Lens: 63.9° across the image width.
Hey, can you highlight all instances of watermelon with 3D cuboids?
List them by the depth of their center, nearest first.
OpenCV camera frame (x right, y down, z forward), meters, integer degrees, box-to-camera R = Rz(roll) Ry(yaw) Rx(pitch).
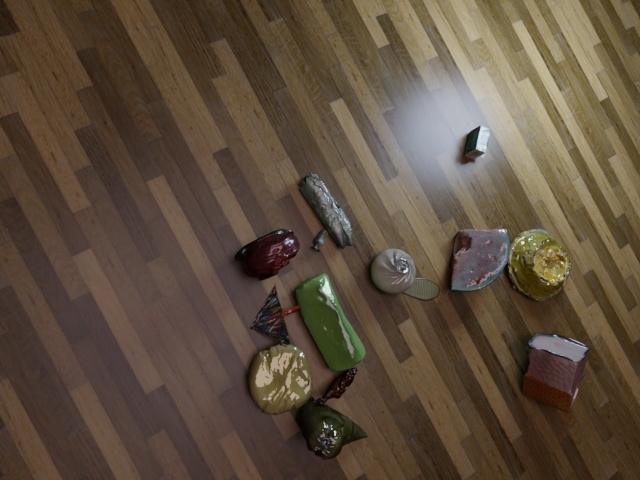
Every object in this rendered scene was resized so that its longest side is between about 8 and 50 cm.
[{"bbox_3d":[0.597,0.072,2.021,0.226,0.148,0.318,43,85,12],"label":"watermelon"}]

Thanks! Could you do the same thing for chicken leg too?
[{"bbox_3d":[0.060,0.506,1.777,0.053,0.093,0.205,34,54,17],"label":"chicken leg"}]

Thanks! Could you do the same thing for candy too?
[{"bbox_3d":[0.032,0.290,1.798,0.142,0.132,0.343,-27,87,23],"label":"candy"}]

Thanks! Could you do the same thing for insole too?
[{"bbox_3d":[0.346,0.176,1.970,0.254,0.005,0.086,13,77,-15],"label":"insole"}]

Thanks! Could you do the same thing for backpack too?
[{"bbox_3d":[-0.164,0.048,1.721,0.229,0.229,0.138,-26,93,-19],"label":"backpack"}]

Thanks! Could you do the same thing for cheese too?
[{"bbox_3d":[-0.137,0.464,1.723,0.214,0.117,0.225,-8,79,-15],"label":"cheese"}]

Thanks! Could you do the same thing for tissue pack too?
[{"bbox_3d":[0.655,-0.399,2.117,0.079,0.085,0.110,20,75,-15],"label":"tissue pack"}]

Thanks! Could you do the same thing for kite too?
[{"bbox_3d":[-0.158,0.259,1.766,0.189,0.009,0.232,-21,63,2],"label":"kite"}]

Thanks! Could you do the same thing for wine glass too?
[{"bbox_3d":[0.000,0.000,1.873,0.039,0.042,0.083,45,66,-37],"label":"wine glass"}]

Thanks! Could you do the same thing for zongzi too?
[{"bbox_3d":[0.069,0.646,1.683,0.275,0.251,0.125,29,91,-12],"label":"zongzi"}]

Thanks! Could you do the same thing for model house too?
[{"bbox_3d":[0.910,0.513,2.009,0.237,0.202,0.237,-10,110,-53],"label":"model house"}]

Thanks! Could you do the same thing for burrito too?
[{"bbox_3d":[0.031,-0.111,1.887,0.096,0.066,0.309,-33,91,-14],"label":"burrito"}]

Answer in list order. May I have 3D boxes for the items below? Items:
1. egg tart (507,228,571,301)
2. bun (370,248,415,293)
[{"bbox_3d":[0.914,0.095,2.100,0.315,0.120,0.314,3,81,-17],"label":"egg tart"},{"bbox_3d":[0.274,0.109,1.894,0.173,0.120,0.172,5,73,-16],"label":"bun"}]
